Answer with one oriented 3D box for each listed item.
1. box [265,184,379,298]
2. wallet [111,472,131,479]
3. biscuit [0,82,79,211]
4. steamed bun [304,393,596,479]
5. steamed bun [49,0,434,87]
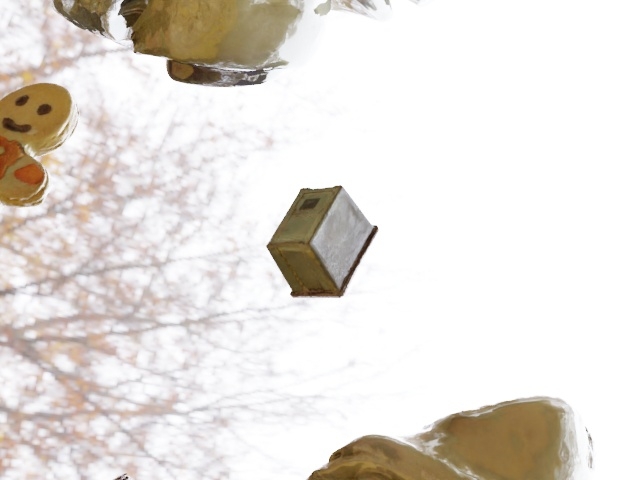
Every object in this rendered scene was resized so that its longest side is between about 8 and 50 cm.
[{"bbox_3d":[0.000,0.000,1.200,0.060,0.063,0.084,0,-133,38],"label":"box"},{"bbox_3d":[-0.233,0.254,1.175,0.176,0.095,0.026,-35,-84,25],"label":"wallet"},{"bbox_3d":[-0.314,-0.063,1.282,0.153,0.030,0.234,29,-116,29],"label":"biscuit"},{"bbox_3d":[0.121,0.316,1.354,0.309,0.324,0.219,114,-36,-49],"label":"steamed bun"},{"bbox_3d":[-0.056,-0.225,1.017,0.394,0.347,0.237,1,-97,30],"label":"steamed bun"}]
